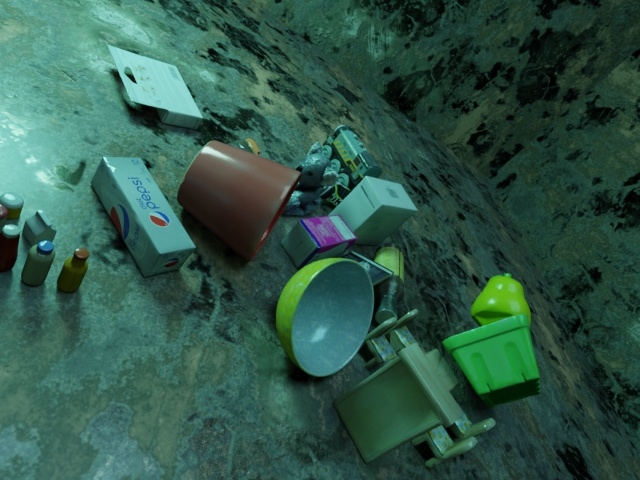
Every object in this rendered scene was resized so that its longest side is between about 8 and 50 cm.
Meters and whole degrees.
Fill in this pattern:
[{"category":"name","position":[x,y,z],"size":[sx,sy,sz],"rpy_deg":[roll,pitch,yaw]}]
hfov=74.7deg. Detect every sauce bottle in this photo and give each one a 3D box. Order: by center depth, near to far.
[{"category":"sauce bottle","position":[0.226,0.141,1.413],"size":[0.111,0.111,0.344],"rpy_deg":[36,32,-11]}]

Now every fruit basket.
[{"category":"fruit basket","position":[0.539,0.295,1.310],"size":[0.392,0.283,0.392],"rpy_deg":[58,18,-30]}]

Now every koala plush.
[{"category":"koala plush","position":[-0.041,-0.214,1.427],"size":[0.203,0.221,0.196],"rpy_deg":[5,48,-45]}]

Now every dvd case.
[{"category":"dvd case","position":[0.105,0.100,1.322],"size":[0.165,0.018,0.221],"rpy_deg":[29,32,32]}]

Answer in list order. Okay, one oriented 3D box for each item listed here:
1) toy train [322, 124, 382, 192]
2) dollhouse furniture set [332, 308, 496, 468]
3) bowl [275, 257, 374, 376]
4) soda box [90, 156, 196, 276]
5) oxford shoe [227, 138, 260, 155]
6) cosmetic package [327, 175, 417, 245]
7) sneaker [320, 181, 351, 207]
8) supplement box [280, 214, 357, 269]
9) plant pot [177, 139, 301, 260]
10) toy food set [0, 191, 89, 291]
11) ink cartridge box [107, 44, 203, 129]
[{"category":"toy train","position":[0.124,-0.339,1.784],"size":[0.142,0.190,0.333],"rpy_deg":[7,47,-44]},{"category":"dollhouse furniture set","position":[0.264,0.360,1.063],"size":[0.394,0.256,0.362],"rpy_deg":[-4,55,-50]},{"category":"bowl","position":[-0.014,0.170,1.041],"size":[0.156,0.289,0.290],"rpy_deg":[14,8,43]},{"category":"soda box","position":[-0.412,-0.061,0.965],"size":[0.286,0.091,0.098],"rpy_deg":[54,32,15]},{"category":"oxford shoe","position":[-0.228,-0.229,1.384],"size":[0.098,0.096,0.271],"rpy_deg":[-14,54,-34]},{"category":"cosmetic package","position":[0.192,-0.099,1.548],"size":[0.224,0.225,0.138],"rpy_deg":[3,52,-46]},{"category":"sneaker","position":[0.073,-0.168,1.615],"size":[0.235,0.084,0.097],"rpy_deg":[-7,66,-61]},{"category":"supplement box","position":[0.000,0.000,1.328],"size":[0.220,0.111,0.114],"rpy_deg":[-10,59,-53]},{"category":"plant pot","position":[-0.220,-0.119,1.109],"size":[0.243,0.275,0.275],"rpy_deg":[30,33,-5]},{"category":"toy food set","position":[-0.530,-0.012,0.764],"size":[0.232,0.104,0.111],"rpy_deg":[50,33,10]},{"category":"ink cartridge box","position":[-0.539,-0.490,1.356],"size":[0.239,0.060,0.275],"rpy_deg":[-2,54,-48]}]
